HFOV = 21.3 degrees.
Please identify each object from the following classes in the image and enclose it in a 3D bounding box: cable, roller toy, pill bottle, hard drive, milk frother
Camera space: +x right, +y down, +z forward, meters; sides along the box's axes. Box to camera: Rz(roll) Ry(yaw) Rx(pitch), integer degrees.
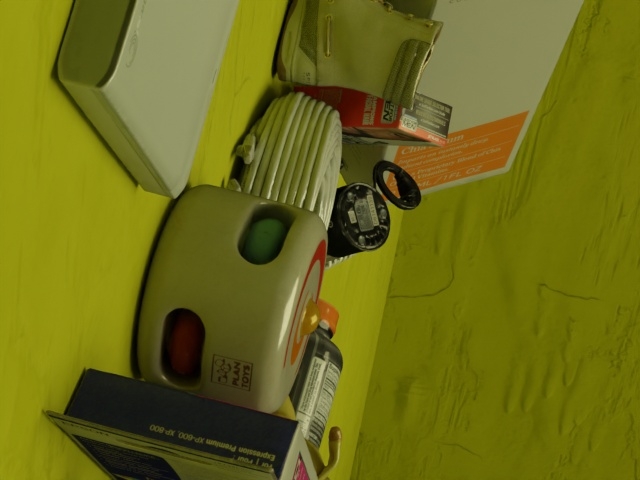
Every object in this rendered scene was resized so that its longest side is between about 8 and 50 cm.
[{"bbox_3d":[-0.038,-0.036,1.854,0.257,0.089,0.257,-68,169,-51],"label":"cable"},{"bbox_3d":[-0.072,0.057,1.530,0.191,0.146,0.209,57,48,-80],"label":"roller toy"},{"bbox_3d":[-0.050,0.187,2.048,0.130,0.130,0.245,88,17,-67],"label":"pill bottle"},{"bbox_3d":[-0.112,-0.162,1.218,0.307,0.040,0.203,72,32,-78],"label":"hard drive"},{"bbox_3d":[0.032,-0.031,2.059,0.135,0.143,0.129,-17,-111,47],"label":"milk frother"}]

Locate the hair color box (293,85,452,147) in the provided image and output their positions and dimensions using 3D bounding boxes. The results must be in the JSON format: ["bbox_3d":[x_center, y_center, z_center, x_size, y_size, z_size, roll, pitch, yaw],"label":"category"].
[{"bbox_3d":[0.055,-0.142,1.945,0.093,0.167,0.053,17,80,-47],"label":"hair color box"}]

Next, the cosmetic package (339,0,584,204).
[{"bbox_3d":[0.158,-0.246,2.057,0.161,0.230,0.453,62,-24,27],"label":"cosmetic package"}]

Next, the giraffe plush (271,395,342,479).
[{"bbox_3d":[-0.093,0.250,1.786,0.170,0.210,0.181,-21,134,-46],"label":"giraffe plush"}]

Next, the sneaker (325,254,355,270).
[{"bbox_3d":[0.000,0.000,2.230,0.235,0.095,0.090,-61,165,-61],"label":"sneaker"}]

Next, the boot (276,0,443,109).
[{"bbox_3d":[0.055,-0.258,1.843,0.077,0.165,0.213,61,44,-80],"label":"boot"}]

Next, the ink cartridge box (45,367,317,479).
[{"bbox_3d":[-0.101,0.175,1.402,0.371,0.176,0.069,78,27,-75],"label":"ink cartridge box"}]
